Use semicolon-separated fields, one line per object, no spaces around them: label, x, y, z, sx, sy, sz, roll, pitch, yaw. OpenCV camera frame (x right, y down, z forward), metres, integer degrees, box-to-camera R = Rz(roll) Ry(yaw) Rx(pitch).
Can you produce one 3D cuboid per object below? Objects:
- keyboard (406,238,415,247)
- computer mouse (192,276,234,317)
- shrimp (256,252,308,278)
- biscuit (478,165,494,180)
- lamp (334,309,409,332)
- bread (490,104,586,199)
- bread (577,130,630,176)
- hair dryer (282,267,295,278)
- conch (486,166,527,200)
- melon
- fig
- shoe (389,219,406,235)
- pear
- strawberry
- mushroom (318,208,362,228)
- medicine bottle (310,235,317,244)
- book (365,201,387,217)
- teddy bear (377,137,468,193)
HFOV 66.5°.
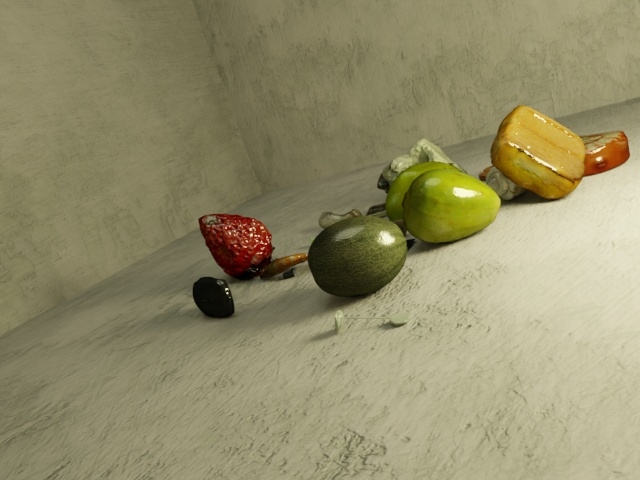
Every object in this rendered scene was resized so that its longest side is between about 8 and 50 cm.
keyboard;0.279;0.036;1.746;0.074;0.015;0.196;-5;20;32
computer mouse;-0.398;0.202;1.741;0.086;0.137;0.269;-20;12;-32
shrimp;-0.152;0.097;1.927;0.248;0.068;0.150;-20;-11;27
biscuit;0.918;-0.348;2.292;0.334;0.047;0.202;-7;18;37
lamp;0.131;0.213;1.263;0.198;0.056;0.050;-1;19;20
bread;0.792;-0.321;1.791;0.328;0.337;0.148;-60;-1;-39
bread;1.076;-0.352;1.974;0.295;0.114;0.327;-7;18;35
hair dryer;-0.117;0.123;1.903;0.047;0.026;0.083;-15;11;12
conch;0.758;-0.223;1.875;0.255;0.158;0.127;-9;35;-4
melon;0.114;0.044;1.471;0.301;0.237;0.237;-18;14;1
fig;0.444;-0.117;1.669;0.326;0.258;0.258;1;16;3
shoe;0.242;-0.034;1.900;0.180;0.089;0.092;-21;15;-18
pear;0.451;-0.202;1.975;0.342;0.238;0.318;-22;6;-13
strawberry;-0.348;0.000;2.099;0.291;0.310;0.292;-20;10;4
mushroom;0.097;-0.102;2.359;0.223;0.081;0.092;-7;39;31
medicine bottle;0.000;0.000;2.162;0.083;0.047;0.047;-10;17;31
book;0.355;-0.164;2.359;0.264;0.027;0.202;-15;13;16
teddy bear;0.462;-0.292;2.352;0.362;0.327;0.375;-55;33;23
